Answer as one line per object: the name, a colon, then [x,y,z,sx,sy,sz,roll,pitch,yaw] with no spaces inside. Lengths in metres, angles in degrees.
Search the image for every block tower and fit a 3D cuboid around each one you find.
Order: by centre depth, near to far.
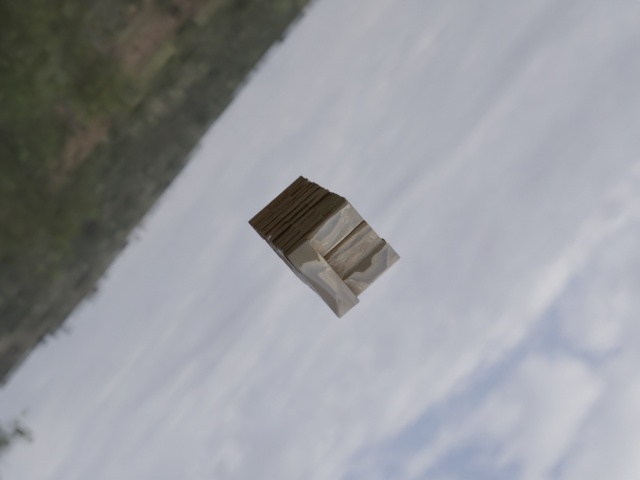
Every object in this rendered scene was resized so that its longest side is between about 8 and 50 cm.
block tower: [0.000,0.000,2.026,0.097,0.091,0.335,-42,-168,-1]
